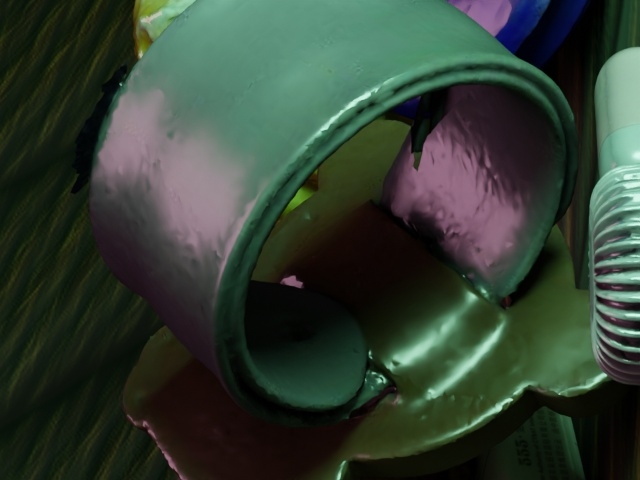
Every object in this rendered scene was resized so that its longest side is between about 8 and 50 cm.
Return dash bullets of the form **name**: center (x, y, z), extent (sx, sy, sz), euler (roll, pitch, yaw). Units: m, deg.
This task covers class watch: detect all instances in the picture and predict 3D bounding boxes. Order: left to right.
- **watch**: center (0.000, 0.000, 1.251), extent (0.314, 0.335, 0.327), euler (45, 170, 40)

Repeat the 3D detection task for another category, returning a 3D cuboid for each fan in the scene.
- **fan**: center (0.196, -0.022, 1.165), extent (0.130, 0.074, 0.244), euler (83, -172, -47)

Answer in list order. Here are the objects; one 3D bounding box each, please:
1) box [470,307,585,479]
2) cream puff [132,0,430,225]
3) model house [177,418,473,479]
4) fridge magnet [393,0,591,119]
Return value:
- **box**: center (0.148, 0.190, 1.493), extent (0.259, 0.071, 0.168), euler (-97, 11, -56)
- **cream puff**: center (0.024, -0.152, 1.699), extent (0.275, 0.378, 0.378), euler (102, 169, -60)
- **model house**: center (0.021, 0.201, 1.495), extent (0.219, 0.229, 0.199), euler (-34, 46, 23)
- **fridge magnet**: center (0.122, -0.210, 1.449), extent (0.265, 0.112, 0.265), euler (-47, 31, 40)
